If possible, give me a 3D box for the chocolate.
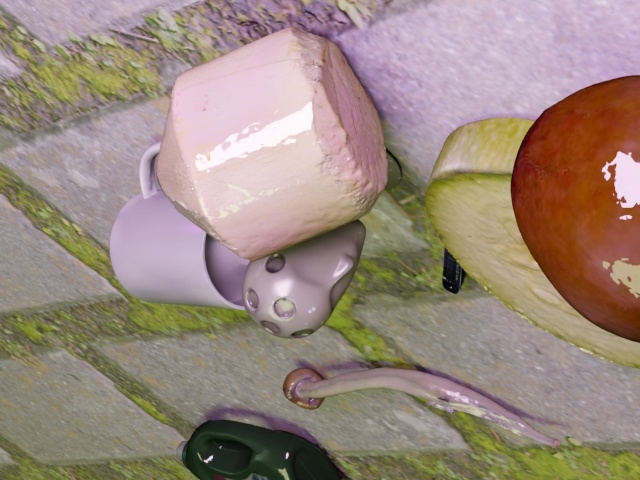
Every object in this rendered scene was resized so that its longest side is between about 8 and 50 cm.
[{"bbox_3d":[0.193,-0.024,1.177,0.177,0.177,0.177,24,155,12],"label":"chocolate"}]

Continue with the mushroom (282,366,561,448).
[{"bbox_3d":[0.080,0.143,1.781,0.306,0.043,0.068,4,163,42],"label":"mushroom"}]

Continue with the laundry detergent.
[{"bbox_3d":[-0.081,0.237,2.111,0.211,0.063,0.137,10,147,42],"label":"laundry detergent"}]

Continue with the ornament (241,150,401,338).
[{"bbox_3d":[0.000,0.000,1.438,0.081,0.156,0.075,8,149,40],"label":"ornament"}]

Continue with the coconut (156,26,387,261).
[{"bbox_3d":[-0.041,-0.062,1.358,0.152,0.147,0.147,-21,133,19],"label":"coconut"}]

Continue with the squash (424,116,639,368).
[{"bbox_3d":[0.188,0.010,1.381,0.252,0.049,0.252,25,156,12],"label":"squash"}]

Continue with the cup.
[{"bbox_3d":[-0.098,-0.012,1.628,0.099,0.136,0.133,5,177,-42],"label":"cup"}]

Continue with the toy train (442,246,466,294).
[{"bbox_3d":[0.105,0.016,1.523,0.017,0.017,0.083,26,155,14],"label":"toy train"}]
